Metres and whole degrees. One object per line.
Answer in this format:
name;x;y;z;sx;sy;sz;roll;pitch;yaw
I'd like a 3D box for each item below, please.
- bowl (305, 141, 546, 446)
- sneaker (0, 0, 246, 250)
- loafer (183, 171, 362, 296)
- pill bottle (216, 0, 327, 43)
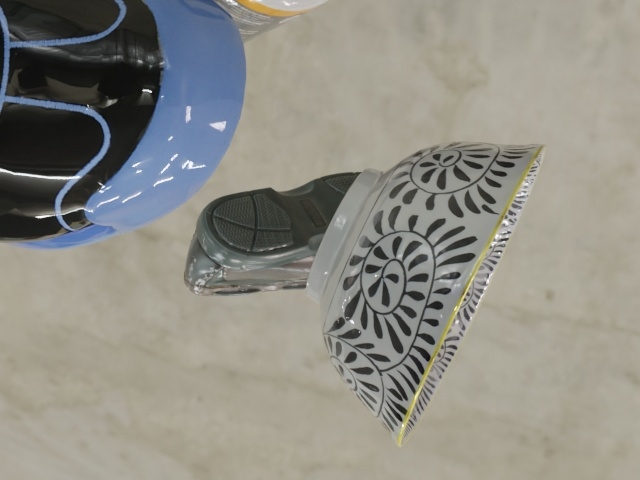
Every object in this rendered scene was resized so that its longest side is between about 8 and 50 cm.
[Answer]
bowl;0.044;0.012;0.858;0.080;0.170;0.170;27;144;9
sneaker;-0.132;-0.042;0.483;0.232;0.081;0.090;-1;172;37
loafer;0.000;0.000;1.473;0.267;0.096;0.084;-4;144;-33
pill bottle;-0.101;-0.241;1.436;0.162;0.162;0.278;40;151;-22
